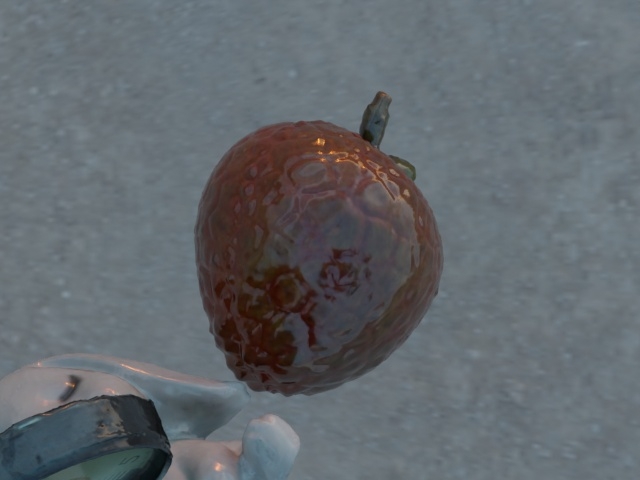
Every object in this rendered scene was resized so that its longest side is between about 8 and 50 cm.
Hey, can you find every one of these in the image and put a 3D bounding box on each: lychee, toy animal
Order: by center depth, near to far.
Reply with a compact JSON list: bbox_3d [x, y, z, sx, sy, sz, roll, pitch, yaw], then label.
[{"bbox_3d":[-0.186,0.215,1.729,0.265,0.206,0.271,26,75,-8],"label":"toy animal"},{"bbox_3d":[0.000,0.000,1.866,0.255,0.255,0.300,32,60,-22],"label":"lychee"}]

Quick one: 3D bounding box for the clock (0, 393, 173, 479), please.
[{"bbox_3d":[-0.218,0.196,1.519,0.226,0.226,0.049,-23,70,-23],"label":"clock"}]
